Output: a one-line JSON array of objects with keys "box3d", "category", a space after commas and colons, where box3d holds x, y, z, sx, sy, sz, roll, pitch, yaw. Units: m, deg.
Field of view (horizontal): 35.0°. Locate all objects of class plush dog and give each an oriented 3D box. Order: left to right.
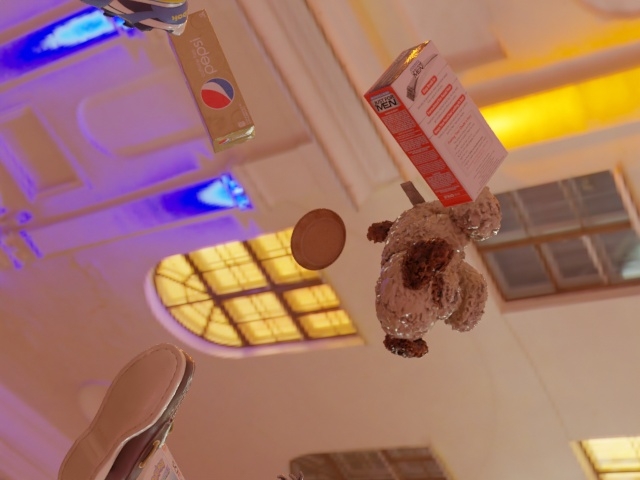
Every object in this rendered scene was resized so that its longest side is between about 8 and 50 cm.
[{"box3d": [0.149, 0.050, 1.530, 0.225, 0.210, 0.262, -61, -20, -52], "category": "plush dog"}]

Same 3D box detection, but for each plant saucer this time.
[{"box3d": [0.000, 0.000, 1.311, 0.015, 0.083, 0.083, 26, -120, -57], "category": "plant saucer"}]

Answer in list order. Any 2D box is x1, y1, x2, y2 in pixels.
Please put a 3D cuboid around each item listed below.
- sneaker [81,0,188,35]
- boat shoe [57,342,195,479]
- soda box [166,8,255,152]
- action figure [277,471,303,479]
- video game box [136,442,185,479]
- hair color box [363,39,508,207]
[{"box3d": [-0.213, -0.264, 1.137, 0.059, 0.144, 0.053, 87, -156, -48], "category": "sneaker"}, {"box3d": [-0.296, 0.298, 1.628, 0.096, 0.324, 0.116, 21, -160, -49], "category": "boat shoe"}, {"box3d": [-0.149, -0.216, 1.372, 0.058, 0.061, 0.181, 101, 147, -77], "category": "soda box"}, {"box3d": [-0.042, 0.416, 1.449, 0.275, 0.141, 0.164, 6, -152, -18], "category": "action figure"}, {"box3d": [-0.286, 0.483, 1.777, 0.205, 0.048, 0.187, -72, -39, -59], "category": "video game box"}, {"box3d": [0.134, -0.131, 1.158, 0.167, 0.053, 0.093, 53, -125, -19], "category": "hair color box"}]
